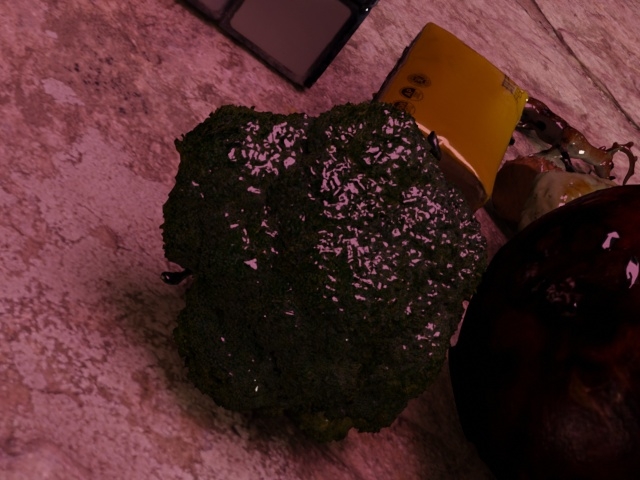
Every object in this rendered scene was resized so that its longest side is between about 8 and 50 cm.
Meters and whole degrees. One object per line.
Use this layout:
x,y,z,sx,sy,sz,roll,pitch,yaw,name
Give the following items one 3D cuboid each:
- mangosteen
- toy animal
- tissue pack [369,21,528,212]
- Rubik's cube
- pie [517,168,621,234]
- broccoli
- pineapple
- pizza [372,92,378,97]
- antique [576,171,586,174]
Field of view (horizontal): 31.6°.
0.317,0.156,1.167,0.381,0.421,0.381,-4,34,3,mangosteen
0.425,-0.180,1.952,0.243,0.087,0.260,51,35,12,toy animal
0.159,-0.155,1.525,0.192,0.134,0.271,34,41,-5,tissue pack
-0.030,-0.459,1.570,0.313,0.316,0.318,35,30,-10,Rubik's cube
0.455,0.083,1.532,0.395,0.180,0.418,4,54,-49,pie
-0.016,0.022,1.047,0.304,0.321,0.283,15,0,-21,broccoli
0.351,-0.073,1.707,0.251,0.125,0.125,1,49,-54,pineapple
0.139,-0.164,1.652,0.099,0.036,0.160,-14,61,-45,pizza
0.399,-0.007,1.663,0.031,0.015,0.192,-23,103,-64,antique
